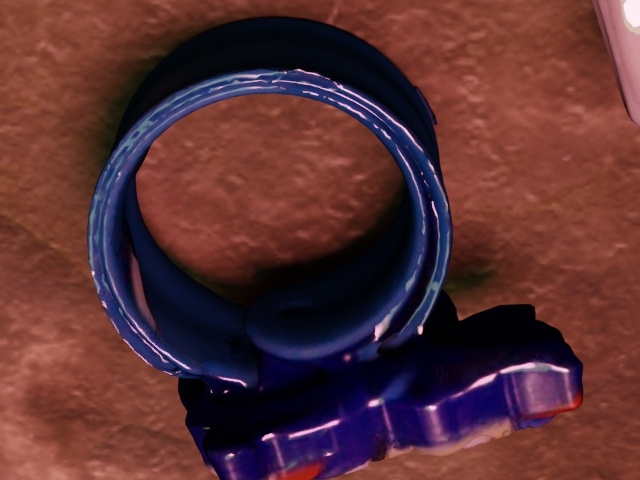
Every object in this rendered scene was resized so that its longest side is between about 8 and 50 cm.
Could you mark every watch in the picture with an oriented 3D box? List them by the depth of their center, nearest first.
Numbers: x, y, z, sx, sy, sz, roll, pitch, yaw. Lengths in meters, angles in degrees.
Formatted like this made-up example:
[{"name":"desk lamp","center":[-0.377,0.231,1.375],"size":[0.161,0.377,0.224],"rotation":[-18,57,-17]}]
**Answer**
[{"name":"watch","center":[-0.007,0.000,0.792],"size":[0.196,0.171,0.200],"rotation":[-19,109,-2]}]

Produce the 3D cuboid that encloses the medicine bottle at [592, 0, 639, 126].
[{"name":"medicine bottle","center":[0.246,-0.145,0.704],"size":[0.274,0.133,0.133],"rotation":[-15,121,10]}]
